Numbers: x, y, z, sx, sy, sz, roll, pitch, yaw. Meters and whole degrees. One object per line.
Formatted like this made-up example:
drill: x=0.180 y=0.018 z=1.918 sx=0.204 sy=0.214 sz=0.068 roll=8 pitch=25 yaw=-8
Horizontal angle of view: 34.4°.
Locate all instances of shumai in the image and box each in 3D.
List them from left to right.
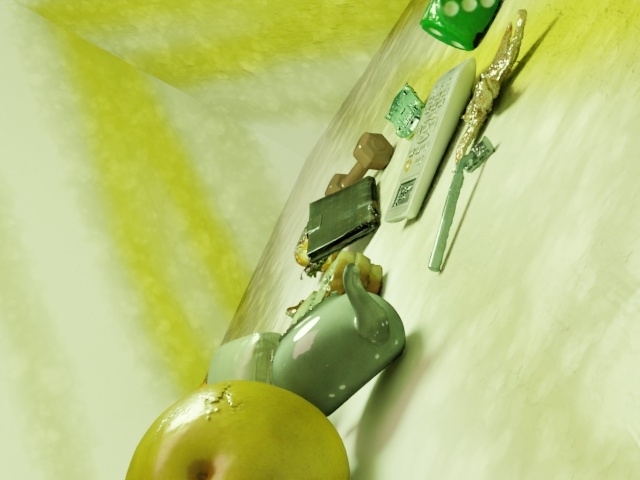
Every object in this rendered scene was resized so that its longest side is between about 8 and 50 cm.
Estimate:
shumai: x=-0.036 y=0.165 z=2.075 sx=0.082 sy=0.080 sz=0.083 roll=-60 pitch=9 yaw=31

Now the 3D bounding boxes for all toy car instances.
toy car: x=0.191 y=-0.272 z=2.195 sx=0.093 sy=0.058 sz=0.186 roll=-59 pitch=19 yaw=18

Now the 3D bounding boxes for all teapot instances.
teapot: x=0.018 y=0.146 z=1.386 sx=0.193 sy=0.129 sz=0.294 roll=-34 pitch=-10 yaw=-36

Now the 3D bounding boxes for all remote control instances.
remote control: x=0.200 y=-0.171 z=1.802 sx=0.313 sy=0.055 sz=0.109 roll=-68 pitch=16 yaw=-12

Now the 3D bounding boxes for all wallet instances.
wallet: x=0.048 y=-0.049 z=2.193 sx=0.169 sy=0.044 sz=0.317 roll=-28 pitch=17 yaw=11

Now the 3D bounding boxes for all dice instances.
dice: x=0.275 y=-0.456 z=2.040 sx=0.128 sy=0.120 sz=0.131 roll=-63 pitch=6 yaw=2

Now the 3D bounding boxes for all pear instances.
pear: x=-0.087 y=0.317 z=1.278 sx=0.285 sy=0.336 sz=0.285 roll=-12 pitch=69 yaw=33

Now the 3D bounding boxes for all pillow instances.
pillow: x=-0.120 y=0.314 z=1.632 sx=0.255 sy=0.120 sz=0.322 roll=151 pitch=121 yaw=-66

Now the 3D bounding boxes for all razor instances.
razor: x=0.188 y=-0.048 z=1.466 sx=0.211 sy=0.036 sz=0.084 roll=-65 pitch=6 yaw=-26

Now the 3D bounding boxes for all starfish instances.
starfish: x=0.272 y=-0.254 z=1.610 sx=0.231 sy=0.048 sz=0.295 roll=109 pitch=-173 yaw=-65

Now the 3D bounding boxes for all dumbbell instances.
dumbbell: x=0.089 y=-0.160 z=2.405 sx=0.231 sy=0.082 sz=0.092 roll=-54 pitch=12 yaw=51

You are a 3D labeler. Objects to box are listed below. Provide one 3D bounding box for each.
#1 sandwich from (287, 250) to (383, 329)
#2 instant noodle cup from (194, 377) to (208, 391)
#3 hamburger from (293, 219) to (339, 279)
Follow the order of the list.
sandwich: x=0.003 y=0.162 z=1.759 sx=0.273 sy=0.095 sz=0.249 roll=-56 pitch=7 yaw=48
instant noodle cup: x=-0.163 y=0.336 z=1.888 sx=0.216 sy=0.216 sz=0.172 roll=-57 pitch=-1 yaw=33
hamburger: x=0.001 y=-0.002 z=2.391 sx=0.189 sy=0.093 sz=0.164 roll=-65 pitch=7 yaw=-33
